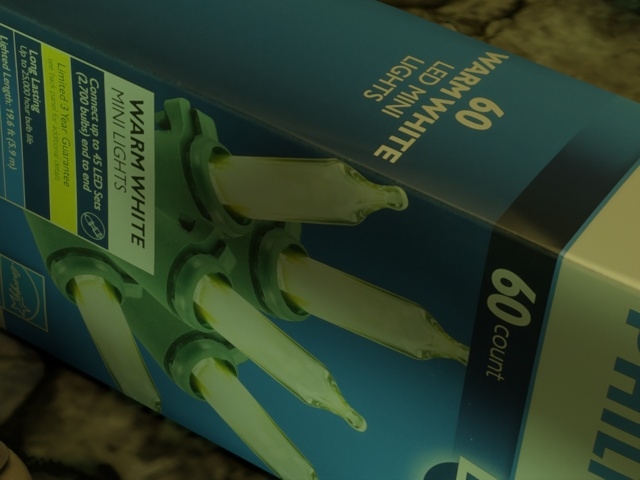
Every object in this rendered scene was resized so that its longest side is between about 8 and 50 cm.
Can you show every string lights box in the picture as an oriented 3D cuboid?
[{"bbox_3d":[0.000,0.000,0.474,0.259,0.133,0.077,25,44,23],"label":"string lights box"}]

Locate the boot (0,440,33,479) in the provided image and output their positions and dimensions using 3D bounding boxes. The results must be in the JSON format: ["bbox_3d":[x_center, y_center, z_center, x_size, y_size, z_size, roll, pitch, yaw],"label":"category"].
[{"bbox_3d":[-0.135,0.083,0.436,0.118,0.042,0.087,-28,52,-32],"label":"boot"}]
